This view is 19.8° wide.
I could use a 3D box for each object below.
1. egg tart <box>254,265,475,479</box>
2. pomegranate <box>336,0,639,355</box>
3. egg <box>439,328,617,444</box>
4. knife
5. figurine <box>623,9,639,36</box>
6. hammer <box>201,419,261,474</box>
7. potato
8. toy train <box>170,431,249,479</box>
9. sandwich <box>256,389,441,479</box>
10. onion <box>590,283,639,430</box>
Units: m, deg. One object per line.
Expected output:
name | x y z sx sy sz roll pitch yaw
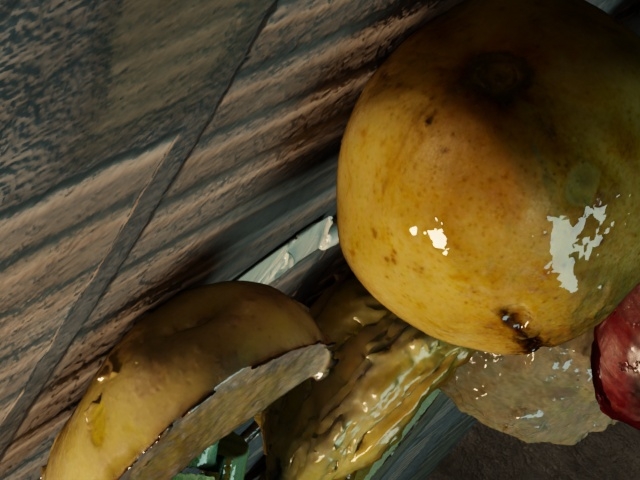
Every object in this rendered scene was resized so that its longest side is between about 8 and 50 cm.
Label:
egg tart | 0.041 0.123 1.732 0.352 0.150 0.352 -45 171 -9
pomegranate | 0.131 -0.050 1.268 0.260 0.260 0.260 -43 168 -12
egg | 0.241 0.093 2.034 0.279 0.279 0.310 -47 146 7
knife | -0.002 -0.002 1.485 0.298 0.017 0.047 -30 159 -41
figurine | 0.351 -0.117 1.794 0.361 0.253 0.211 -31 134 -33
hammer | -0.014 0.137 1.881 0.297 0.027 0.125 -44 167 -10
potato | -0.111 0.106 1.274 0.243 0.098 0.138 -37 163 -13
toy train | -0.140 0.289 1.555 0.189 0.126 0.307 -122 -138 -76
sandwich | 0.053 0.219 2.224 0.301 0.099 0.271 -53 171 16
onion | 0.373 0.077 1.857 0.252 0.219 0.252 -31 148 -22
